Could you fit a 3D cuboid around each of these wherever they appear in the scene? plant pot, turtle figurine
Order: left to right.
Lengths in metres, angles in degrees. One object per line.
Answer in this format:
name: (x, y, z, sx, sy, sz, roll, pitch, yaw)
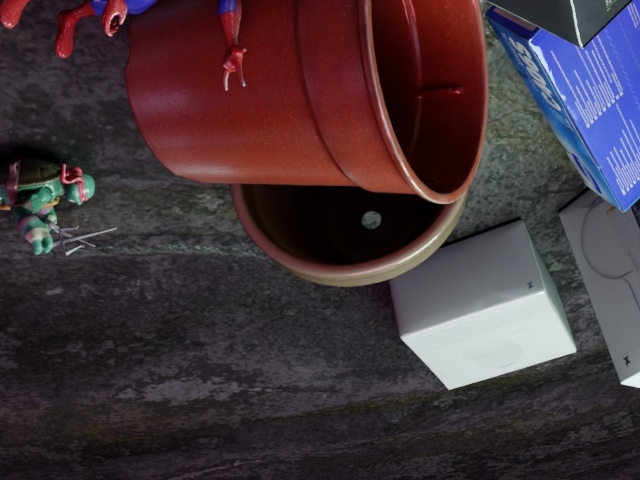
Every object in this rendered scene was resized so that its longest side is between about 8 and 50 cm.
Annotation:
turtle figurine: (-0.361, -0.044, 1.012, 0.234, 0.118, 0.175, -2, -175, -5)
plant pot: (-0.016, -0.163, 0.767, 0.265, 0.272, 0.272, -2, 150, 29)
plant pot: (0.048, -0.058, 0.988, 0.263, 0.263, 0.229, -14, 163, 8)

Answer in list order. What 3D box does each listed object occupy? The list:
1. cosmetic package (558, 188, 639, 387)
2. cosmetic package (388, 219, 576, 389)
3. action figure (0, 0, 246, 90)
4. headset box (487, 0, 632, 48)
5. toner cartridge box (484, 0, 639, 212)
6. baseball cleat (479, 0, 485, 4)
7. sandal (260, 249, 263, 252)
cosmetic package: (0.507, -0.017, 1.063, 0.097, 0.284, 0.377, 14, 139, -32)
cosmetic package: (0.256, 0.108, 1.317, 0.224, 0.138, 0.224, -20, 144, 17)
action figure: (-0.151, -0.181, 0.670, 0.280, 0.139, 0.091, -11, 158, 37)
headset box: (0.208, -0.320, 0.603, 0.283, 0.131, 0.246, -45, 142, -4)
toner cartridge box: (0.324, -0.186, 0.922, 0.165, 0.075, 0.348, -44, 137, 5)
baseball cleat: (0.122, -0.260, 0.835, 0.109, 0.072, 0.206, 14, 136, -17)
sandal: (0.000, 0.000, 1.201, 0.180, 0.049, 0.072, 6, 139, 5)
